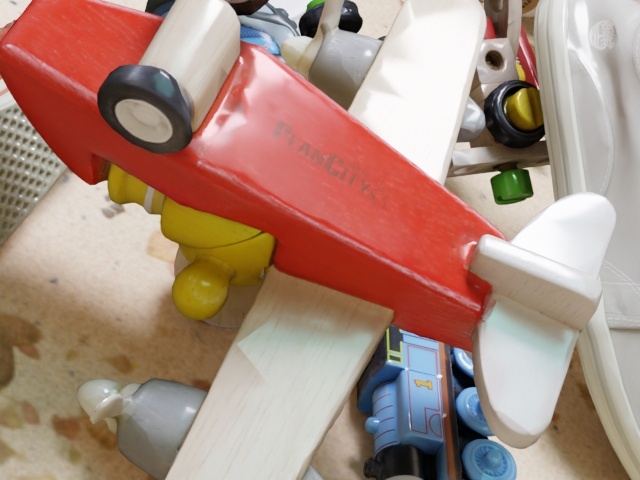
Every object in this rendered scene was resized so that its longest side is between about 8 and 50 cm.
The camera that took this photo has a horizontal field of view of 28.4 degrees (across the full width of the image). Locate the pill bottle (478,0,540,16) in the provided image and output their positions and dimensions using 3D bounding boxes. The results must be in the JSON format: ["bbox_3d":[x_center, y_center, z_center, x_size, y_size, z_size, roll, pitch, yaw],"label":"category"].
[{"bbox_3d":[0.228,-0.335,1.494,0.229,0.131,0.131,9,45,-29],"label":"pill bottle"}]

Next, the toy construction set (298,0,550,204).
[{"bbox_3d":[0.150,-0.128,1.186,0.308,0.257,0.237,-2,67,-48],"label":"toy construction set"}]

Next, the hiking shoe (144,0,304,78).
[{"bbox_3d":[-0.062,-0.117,1.069,0.132,0.113,0.304,-37,62,-26],"label":"hiking shoe"}]

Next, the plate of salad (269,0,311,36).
[{"bbox_3d":[-0.066,-0.280,1.247,0.199,0.048,0.200,7,78,-38],"label":"plate of salad"}]

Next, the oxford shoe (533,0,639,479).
[{"bbox_3d":[0.276,-0.002,1.036,0.169,0.130,0.450,-3,84,-62],"label":"oxford shoe"}]

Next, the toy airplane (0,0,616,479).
[{"bbox_3d":[0.000,0.000,0.861,0.386,0.272,0.385,-12,76,-32],"label":"toy airplane"}]

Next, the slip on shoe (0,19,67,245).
[{"bbox_3d":[-0.257,-0.066,0.888,0.101,0.123,0.331,10,38,21],"label":"slip on shoe"}]

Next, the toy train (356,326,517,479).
[{"bbox_3d":[0.081,0.135,0.939,0.105,0.080,0.184,13,44,-12],"label":"toy train"}]
